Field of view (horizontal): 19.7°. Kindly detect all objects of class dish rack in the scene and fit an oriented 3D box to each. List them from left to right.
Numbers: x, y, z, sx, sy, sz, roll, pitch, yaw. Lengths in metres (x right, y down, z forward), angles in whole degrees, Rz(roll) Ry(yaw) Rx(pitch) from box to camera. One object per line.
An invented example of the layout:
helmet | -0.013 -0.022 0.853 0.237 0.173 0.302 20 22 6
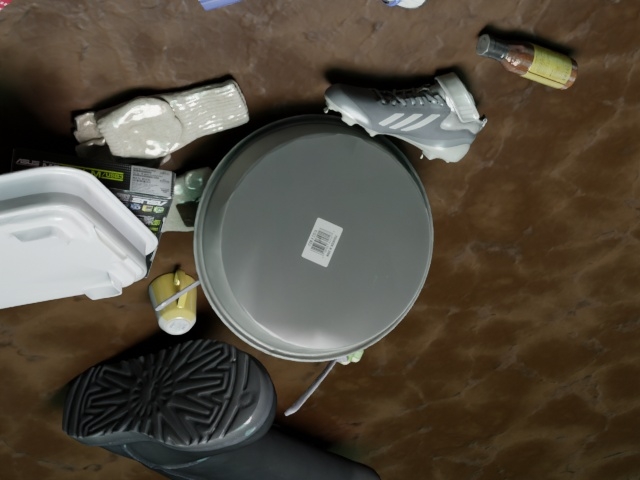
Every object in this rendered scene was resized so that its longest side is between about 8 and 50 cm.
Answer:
dish rack | -0.373 0.019 2.080 0.333 0.072 0.285 -11 156 13

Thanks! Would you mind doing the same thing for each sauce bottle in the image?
sauce bottle | 0.238 -0.209 2.121 0.128 0.042 0.042 17 133 -32

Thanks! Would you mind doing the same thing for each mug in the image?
mug | -0.188 0.080 2.339 0.062 0.064 0.078 -18 141 8

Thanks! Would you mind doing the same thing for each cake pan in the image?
cake pan | 0.000 0.000 2.140 0.293 0.054 0.293 -1 95 -15

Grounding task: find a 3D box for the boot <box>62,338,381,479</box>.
boot | -0.073 0.290 2.496 0.367 0.146 0.445 -3 151 44

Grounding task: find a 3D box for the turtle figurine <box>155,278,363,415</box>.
turtle figurine | -0.005 0.053 2.224 0.266 0.198 0.275 -46 168 15

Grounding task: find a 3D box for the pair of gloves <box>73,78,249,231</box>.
pair of gloves | -0.177 -0.086 2.159 0.204 0.042 0.240 -10 140 -3

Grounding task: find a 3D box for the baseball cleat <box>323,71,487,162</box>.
baseball cleat | 0.103 -0.162 2.135 0.206 0.072 0.109 19 116 -36

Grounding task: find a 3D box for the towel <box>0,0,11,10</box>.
towel | -0.407 -0.277 1.872 0.275 0.031 0.199 -33 139 27

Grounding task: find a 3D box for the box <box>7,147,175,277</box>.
box | -0.278 -0.030 2.156 0.191 0.045 0.184 8 149 -11

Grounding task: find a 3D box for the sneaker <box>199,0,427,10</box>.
sneaker | 0.026 -0.295 1.891 0.315 0.127 0.182 -24 138 12
